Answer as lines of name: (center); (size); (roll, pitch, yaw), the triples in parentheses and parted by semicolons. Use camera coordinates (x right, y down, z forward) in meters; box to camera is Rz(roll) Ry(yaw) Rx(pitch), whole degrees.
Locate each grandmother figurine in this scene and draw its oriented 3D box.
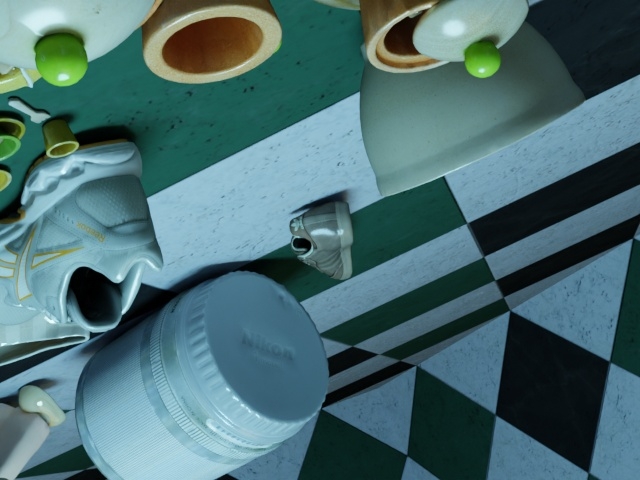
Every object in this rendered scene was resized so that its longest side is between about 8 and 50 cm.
grandmother figurine: (-0.460, 0.349, 1.254); (0.208, 0.104, 0.342); (-49, -171, 45)

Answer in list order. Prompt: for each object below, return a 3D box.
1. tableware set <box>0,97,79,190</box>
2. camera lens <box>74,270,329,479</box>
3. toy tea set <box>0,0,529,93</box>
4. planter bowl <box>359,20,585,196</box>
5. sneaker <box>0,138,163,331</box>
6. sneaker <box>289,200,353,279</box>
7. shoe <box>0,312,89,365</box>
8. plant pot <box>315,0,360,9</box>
tableware set: (-0.238, -0.042, 0.674); (0.154, 0.024, 0.104); (-27, 166, 10)
camera lens: (-0.153, 0.184, 1.229); (0.274, 0.219, 0.219); (-33, 163, 35)
toy tea set: (-0.037, -0.109, 0.463); (0.336, 0.124, 0.200); (-9, 160, -20)
planter bowl: (0.094, -0.115, 0.716); (0.162, 0.109, 0.162); (-25, -175, 3)
sneaker: (-0.209, 0.031, 0.783); (0.099, 0.121, 0.262); (-11, 161, -39)
sneaker: (0.000, 0.000, 1.161); (0.071, 0.066, 0.188); (-6, 159, -2)
shoe: (-0.326, 0.097, 0.948); (0.219, 0.058, 0.076); (-17, 164, -4)
plant pot: (0.080, -0.203, 0.577); (0.236, 0.032, 0.236); (-23, 165, -6)
